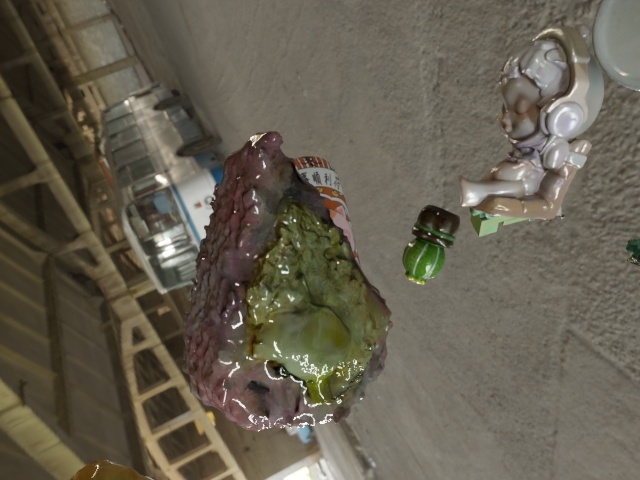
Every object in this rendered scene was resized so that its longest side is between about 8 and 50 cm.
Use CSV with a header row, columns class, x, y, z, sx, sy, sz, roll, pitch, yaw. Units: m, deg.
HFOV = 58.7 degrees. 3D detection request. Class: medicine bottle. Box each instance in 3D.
class,x,y,z,sx,sy,sz,roll,pitch,yaw
medicine bottle,0.399,-0.215,0.600,0.144,0.252,0.144,13,109,43

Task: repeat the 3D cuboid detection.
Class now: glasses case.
class,x,y,z,sx,sy,sz,roll,pitch,yaw
glasses case,0.000,0.000,0.885,0.067,0.103,0.266,-18,84,58

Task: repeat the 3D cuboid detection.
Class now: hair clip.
class,x,y,z,sx,sy,sz,roll,pitch,yaw
hair clip,0.418,0.028,0.714,0.173,0.049,0.049,-62,-49,-72

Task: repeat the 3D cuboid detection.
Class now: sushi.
class,x,y,z,sx,sy,sz,roll,pitch,yaw
sushi,-0.017,0.043,0.483,0.107,0.161,0.241,3,83,56

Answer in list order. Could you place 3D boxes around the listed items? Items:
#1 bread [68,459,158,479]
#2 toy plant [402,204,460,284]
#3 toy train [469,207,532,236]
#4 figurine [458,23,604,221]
class,x,y,z,sx,sy,sz,roll,pitch,yaw
bread,-0.297,0.509,0.732,0.250,0.394,0.361,40,-177,-21
toy plant,0.225,0.011,1.185,0.093,0.162,0.093,23,-175,-2
toy train,0.274,-0.050,0.827,0.081,0.122,0.050,78,177,-55
figurine,0.250,-0.142,0.677,0.162,0.141,0.236,-105,27,-71
